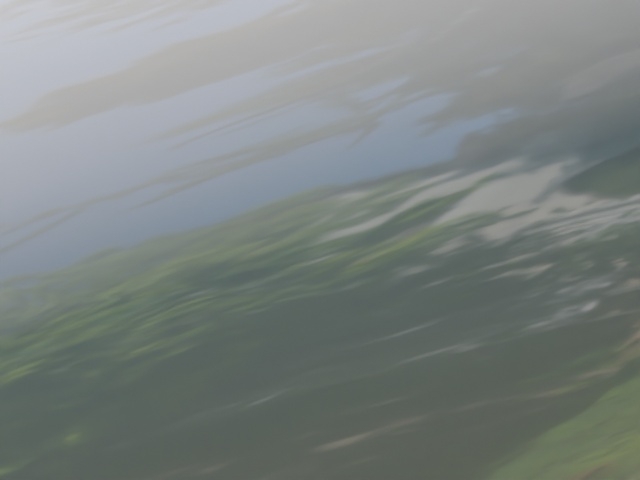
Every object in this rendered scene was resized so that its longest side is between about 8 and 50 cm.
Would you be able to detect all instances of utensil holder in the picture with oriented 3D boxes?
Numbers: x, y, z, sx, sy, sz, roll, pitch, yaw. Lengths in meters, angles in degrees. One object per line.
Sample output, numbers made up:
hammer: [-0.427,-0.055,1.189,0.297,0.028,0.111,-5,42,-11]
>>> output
utensil holder: [0.000,0.000,0.617,0.327,0.385,0.328,-19,-90,-88]
